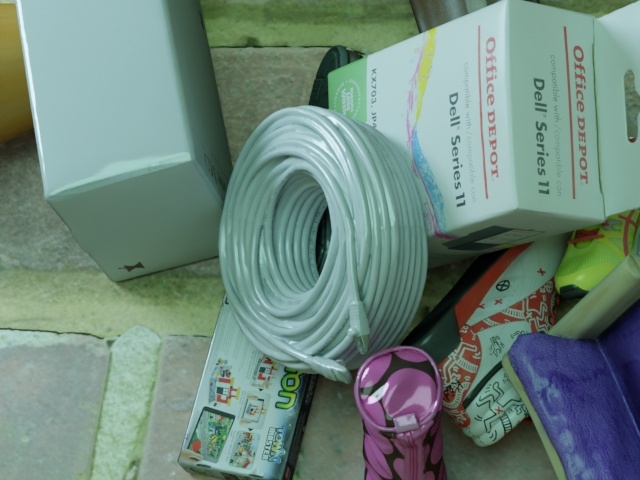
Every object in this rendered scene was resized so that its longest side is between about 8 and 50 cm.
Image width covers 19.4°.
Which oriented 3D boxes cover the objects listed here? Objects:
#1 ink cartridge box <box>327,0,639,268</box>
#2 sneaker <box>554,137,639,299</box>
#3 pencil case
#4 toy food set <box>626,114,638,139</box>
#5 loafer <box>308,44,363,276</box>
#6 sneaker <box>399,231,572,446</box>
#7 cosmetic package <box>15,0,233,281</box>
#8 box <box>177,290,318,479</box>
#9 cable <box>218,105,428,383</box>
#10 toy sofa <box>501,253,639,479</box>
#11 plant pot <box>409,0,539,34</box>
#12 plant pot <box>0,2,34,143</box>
[{"bbox_3d":[0.156,-0.101,1.781,0.353,0.119,0.207,-18,70,52],"label":"ink cartridge box"},{"bbox_3d":[0.276,-0.023,1.827,0.081,0.094,0.208,-11,29,43],"label":"sneaker"},{"bbox_3d":[0.080,0.188,1.757,0.095,0.209,0.098,-1,56,7],"label":"pencil case"},{"bbox_3d":[0.212,-0.113,1.931,0.218,0.071,0.128,-24,64,2],"label":"toy food set"},{"bbox_3d":[0.031,-0.072,1.961,0.084,0.096,0.267,13,68,-22],"label":"loafer"},{"bbox_3d":[0.200,0.085,1.848,0.145,0.090,0.270,50,57,-6],"label":"sneaker"},{"bbox_3d":[-0.214,-0.213,1.989,0.162,0.230,0.453,-15,65,6],"label":"cosmetic package"},{"bbox_3d":[-0.063,0.143,1.905,0.114,0.036,0.207,9,69,17],"label":"box"},{"bbox_3d":[0.000,0.000,1.809,0.257,0.089,0.257,9,94,54],"label":"cable"},{"bbox_3d":[0.321,0.202,1.684,0.177,0.150,0.362,-2,59,-32],"label":"toy sofa"},{"bbox_3d":[0.158,-0.274,1.975,0.167,0.167,0.165,-13,73,7],"label":"plant pot"},{"bbox_3d":[-0.389,-0.177,2.036,0.188,0.205,0.205,-13,64,-2],"label":"plant pot"}]
